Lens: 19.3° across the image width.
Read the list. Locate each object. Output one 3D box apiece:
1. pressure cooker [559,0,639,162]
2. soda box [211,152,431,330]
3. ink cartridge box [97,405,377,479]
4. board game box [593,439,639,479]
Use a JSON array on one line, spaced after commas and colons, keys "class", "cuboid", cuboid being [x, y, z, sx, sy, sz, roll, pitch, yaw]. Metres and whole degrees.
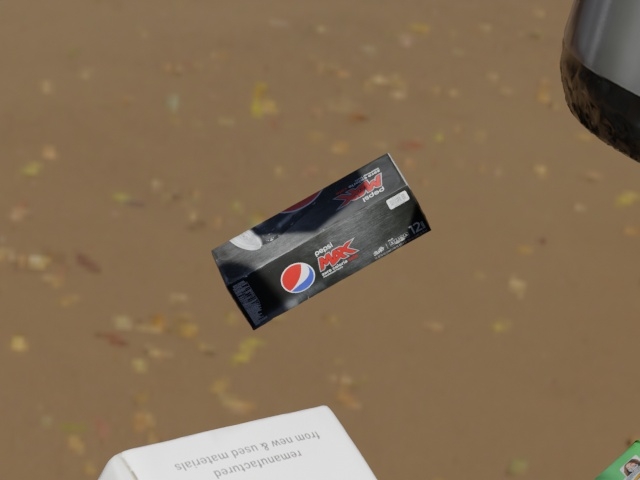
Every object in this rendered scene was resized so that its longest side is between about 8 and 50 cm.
[{"class": "pressure cooker", "cuboid": [0.358, -0.225, 1.071, 0.375, 0.420, 0.370, 12, 18, -8]}, {"class": "soda box", "cuboid": [0.000, 0.000, 1.532, 0.169, 0.053, 0.060, -29, 35, 1]}, {"class": "ink cartridge box", "cuboid": [-0.011, 0.241, 0.737, 0.117, 0.207, 0.283, -9, 54, -42]}, {"class": "board game box", "cuboid": [0.096, 0.249, 0.927, 0.317, 0.046, 0.213, -42, 19, -3]}]
